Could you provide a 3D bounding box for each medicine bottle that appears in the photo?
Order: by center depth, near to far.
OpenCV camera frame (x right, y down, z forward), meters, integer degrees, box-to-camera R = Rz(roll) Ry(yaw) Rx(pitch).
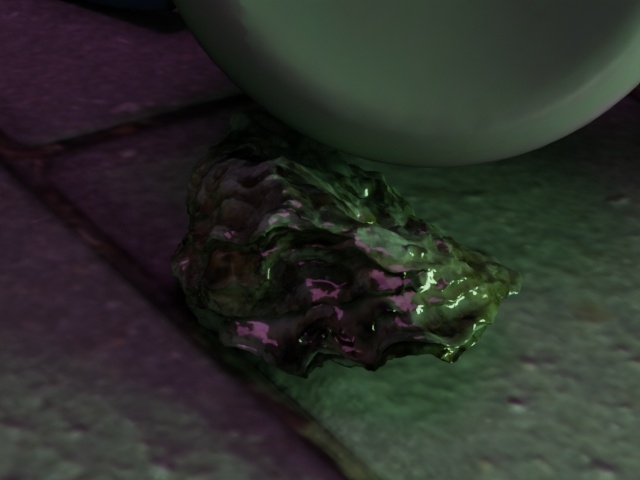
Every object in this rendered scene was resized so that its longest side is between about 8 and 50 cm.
[{"bbox_3d":[0.052,-0.180,0.705,0.241,0.241,0.302,5,17,1],"label":"medicine bottle"}]

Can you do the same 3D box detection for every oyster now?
[{"bbox_3d":[0.000,0.000,0.603,0.177,0.064,0.125,23,29,32],"label":"oyster"}]

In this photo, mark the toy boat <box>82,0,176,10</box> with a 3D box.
[{"bbox_3d":[-0.133,-0.190,0.877,0.185,0.075,0.077,17,36,28],"label":"toy boat"}]
